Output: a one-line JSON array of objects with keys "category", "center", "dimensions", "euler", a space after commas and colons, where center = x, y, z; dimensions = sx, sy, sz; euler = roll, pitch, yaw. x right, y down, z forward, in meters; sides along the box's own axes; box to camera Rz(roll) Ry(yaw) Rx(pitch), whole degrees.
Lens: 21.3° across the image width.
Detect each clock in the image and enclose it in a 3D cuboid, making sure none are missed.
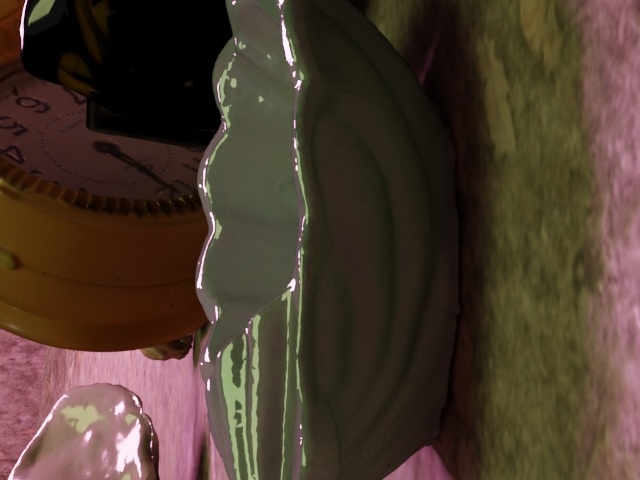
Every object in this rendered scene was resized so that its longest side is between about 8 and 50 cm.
[{"category": "clock", "center": [-0.189, -0.047, 1.201], "dimensions": [0.244, 0.317, 0.200], "euler": [-38, -33, -46]}]

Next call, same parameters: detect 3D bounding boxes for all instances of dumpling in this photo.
[{"category": "dumpling", "center": [-0.186, 0.303, 1.374], "dimensions": [0.341, 0.181, 0.260], "euler": [-58, 31, -11]}]

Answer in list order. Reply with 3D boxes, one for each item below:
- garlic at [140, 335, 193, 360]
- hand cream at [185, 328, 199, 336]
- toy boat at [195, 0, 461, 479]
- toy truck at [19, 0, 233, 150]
[{"category": "garlic", "center": [-0.186, -0.006, 1.466], "dimensions": [0.253, 0.245, 0.245], "euler": [62, 167, -3]}, {"category": "hand cream", "center": [-0.099, 0.053, 1.384], "dimensions": [0.102, 0.022, 0.035], "euler": [128, 154, -61]}, {"category": "toy boat", "center": [0.000, 0.000, 0.765], "dimensions": [0.199, 0.100, 0.290], "euler": [112, 160, -55]}, {"category": "toy truck", "center": [-0.061, -0.264, 0.982], "dimensions": [0.254, 0.180, 0.405], "euler": [-80, -1, -65]}]
